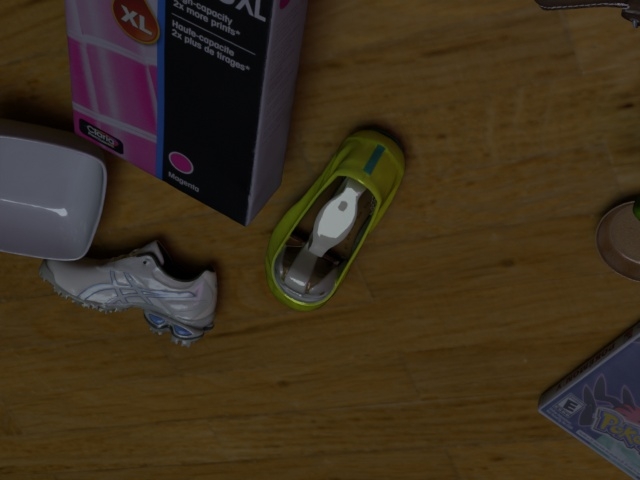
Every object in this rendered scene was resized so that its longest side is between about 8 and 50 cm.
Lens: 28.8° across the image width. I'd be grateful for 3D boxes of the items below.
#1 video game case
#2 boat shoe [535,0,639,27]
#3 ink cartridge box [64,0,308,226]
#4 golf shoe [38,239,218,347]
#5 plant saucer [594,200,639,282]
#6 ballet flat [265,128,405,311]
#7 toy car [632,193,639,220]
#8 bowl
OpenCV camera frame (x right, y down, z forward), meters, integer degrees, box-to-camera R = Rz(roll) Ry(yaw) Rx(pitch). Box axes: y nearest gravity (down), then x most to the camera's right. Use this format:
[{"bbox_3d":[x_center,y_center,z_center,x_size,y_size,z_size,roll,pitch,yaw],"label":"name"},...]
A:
[{"bbox_3d":[0.325,0.157,1.098,0.201,0.023,0.183,36,131,-8],"label":"video game case"},{"bbox_3d":[0.231,-0.171,0.839,0.183,0.066,0.066,-4,127,25],"label":"boat shoe"},{"bbox_3d":[-0.099,-0.169,0.903,0.175,0.069,0.371,29,146,11],"label":"ink cartridge box"},{"bbox_3d":[-0.177,0.030,1.184,0.176,0.069,0.086,18,112,3],"label":"golf shoe"},{"bbox_3d":[0.262,-0.002,0.998,0.083,0.015,0.083,11,130,13],"label":"plant saucer"},{"bbox_3d":[0.000,0.000,1.064,0.077,0.077,0.231,29,133,-3],"label":"ballet flat"},{"bbox_3d":[0.342,-0.036,0.866,0.155,0.149,0.188,46,119,-4],"label":"toy car"},{"bbox_3d":[-0.266,-0.053,1.125,0.142,0.053,0.142,10,134,-14],"label":"bowl"}]
